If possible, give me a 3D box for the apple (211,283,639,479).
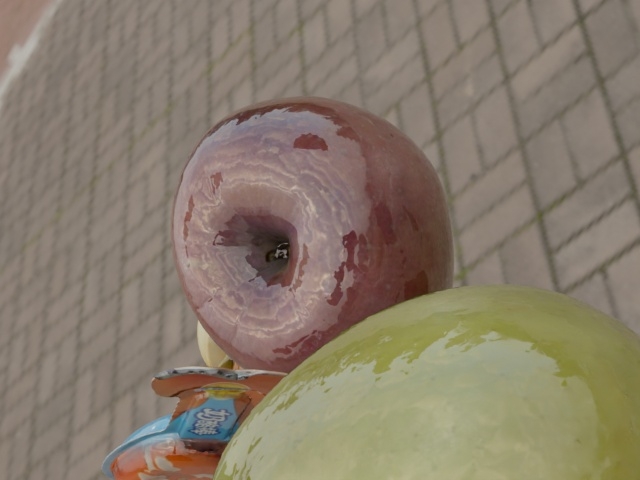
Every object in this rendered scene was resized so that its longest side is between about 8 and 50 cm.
[{"bbox_3d":[0.059,0.113,0.515,0.200,0.200,0.200,-36,38,35],"label":"apple"}]

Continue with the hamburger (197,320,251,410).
[{"bbox_3d":[-0.022,0.129,1.822,0.291,0.291,0.225,-53,40,12],"label":"hamburger"}]

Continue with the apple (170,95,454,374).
[{"bbox_3d":[0.000,0.000,1.330,0.306,0.235,0.306,6,103,29],"label":"apple"}]

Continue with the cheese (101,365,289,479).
[{"bbox_3d":[-0.075,0.123,0.814,0.256,0.106,0.037,119,151,-62],"label":"cheese"}]
